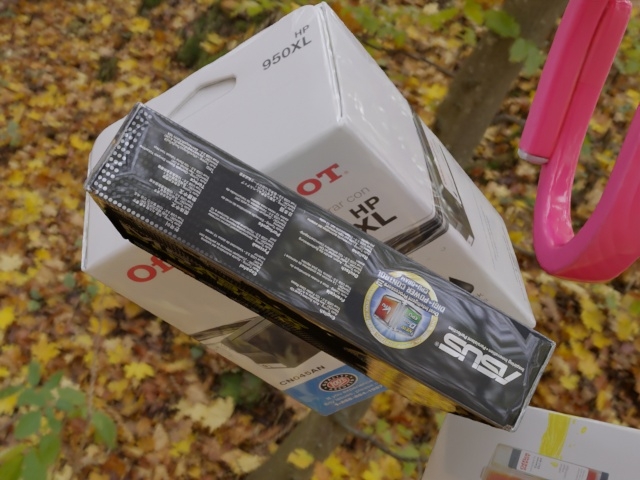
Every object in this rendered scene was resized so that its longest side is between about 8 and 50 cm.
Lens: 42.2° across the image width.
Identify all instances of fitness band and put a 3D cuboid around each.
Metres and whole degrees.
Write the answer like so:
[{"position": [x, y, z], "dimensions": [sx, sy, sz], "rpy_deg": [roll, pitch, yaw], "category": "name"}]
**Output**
[{"position": [0.227, -0.109, 0.649], "dimensions": [0.054, 0.291, 0.209], "rpy_deg": [11, 20, -7], "category": "fitness band"}]

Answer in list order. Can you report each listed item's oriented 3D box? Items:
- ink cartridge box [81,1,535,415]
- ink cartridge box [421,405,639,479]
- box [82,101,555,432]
[{"position": [0.000, 0.000, 0.846], "dimensions": [0.395, 0.285, 0.166], "rpy_deg": [40, 31, -43], "category": "ink cartridge box"}, {"position": [0.333, 0.309, 0.883], "dimensions": [0.279, 0.160, 0.384], "rpy_deg": [33, -17, -29], "category": "ink cartridge box"}, {"position": [-0.011, 0.027, 0.551], "dimensions": [0.270, 0.060, 0.216], "rpy_deg": [30, -9, -4], "category": "box"}]
